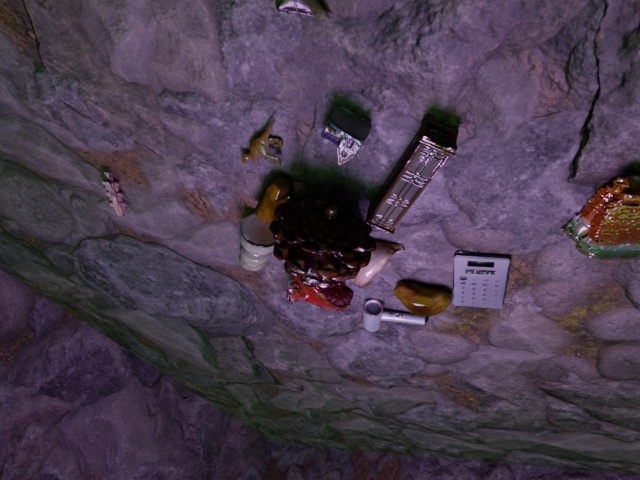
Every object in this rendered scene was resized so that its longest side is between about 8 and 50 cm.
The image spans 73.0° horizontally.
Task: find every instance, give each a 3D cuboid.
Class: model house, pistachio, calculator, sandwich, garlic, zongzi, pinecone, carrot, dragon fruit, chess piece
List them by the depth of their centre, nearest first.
[{"bbox_3d":[-0.024,-0.479,0.815,0.113,0.052,0.104,9,136,-8],"label":"zongzi"},{"bbox_3d":[0.719,-0.049,0.960,0.292,0.109,0.212,4,140,18],"label":"sandwich"},{"bbox_3d":[0.050,-0.244,1.025,0.100,0.088,0.100,29,139,-6],"label":"model house"},{"bbox_3d":[-0.003,0.006,1.187,0.298,0.242,0.296,31,166,13],"label":"pinecone"},{"bbox_3d":[-0.137,-0.114,1.261,0.082,0.082,0.173,27,137,-10],"label":"carrot"},{"bbox_3d":[0.490,0.126,1.334,0.161,0.021,0.262,3,139,19],"label":"calculator"},{"bbox_3d":[0.146,0.075,1.344,0.128,0.115,0.206,36,136,-11],"label":"garlic"},{"bbox_3d":[0.332,0.200,1.423,0.189,0.100,0.110,10,136,9],"label":"pistachio"},{"bbox_3d":[-0.212,0.025,1.431,0.133,0.133,0.243,22,146,-4],"label":"chess piece"},{"bbox_3d":[-0.029,0.177,1.522,0.211,0.134,0.262,-17,129,41],"label":"dragon fruit"}]

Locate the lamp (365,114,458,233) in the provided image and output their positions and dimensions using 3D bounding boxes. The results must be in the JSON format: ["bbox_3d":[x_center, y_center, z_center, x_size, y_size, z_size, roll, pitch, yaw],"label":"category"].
[{"bbox_3d":[0.216,-0.149,1.069,0.089,0.090,0.325,23,142,-6],"label":"lamp"}]

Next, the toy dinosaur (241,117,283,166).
[{"bbox_3d":[-0.162,-0.258,1.137,0.126,0.039,0.162,10,139,14],"label":"toy dinosaur"}]

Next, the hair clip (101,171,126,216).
[{"bbox_3d":[-0.702,-0.159,1.472,0.062,0.056,0.214,5,151,-8],"label":"hair clip"}]

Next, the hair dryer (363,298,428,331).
[{"bbox_3d":[0.275,0.284,1.590,0.236,0.073,0.131,2,141,7],"label":"hair dryer"}]
